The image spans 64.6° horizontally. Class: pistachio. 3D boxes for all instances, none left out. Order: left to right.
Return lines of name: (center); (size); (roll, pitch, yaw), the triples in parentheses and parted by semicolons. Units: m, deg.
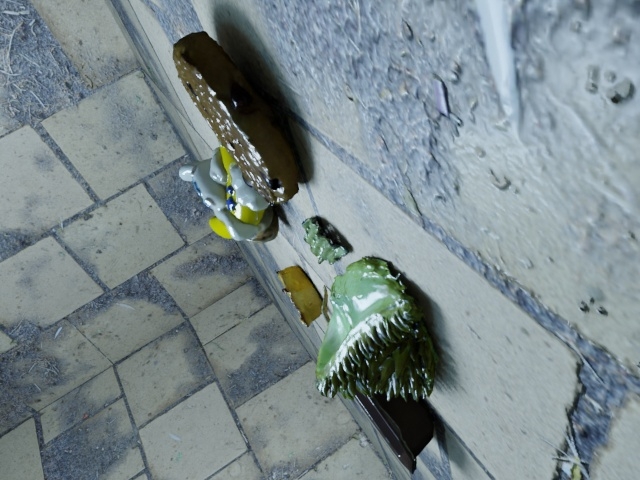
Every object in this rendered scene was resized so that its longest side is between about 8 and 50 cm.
pistachio: (-0.163, -0.058, 1.134); (0.185, 0.124, 0.124); (38, 158, 43)

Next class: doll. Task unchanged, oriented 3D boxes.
doll: (-0.193, -0.111, 1.020); (0.252, 0.111, 0.237); (58, 142, 15)

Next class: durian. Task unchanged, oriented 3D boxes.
durian: (0.086, 0.137, 0.753); (0.394, 0.163, 0.198); (109, 167, -70)

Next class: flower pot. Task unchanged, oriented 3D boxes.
flower pot: (0.125, 0.296, 0.954); (0.251, 0.084, 0.179); (49, 165, 34)

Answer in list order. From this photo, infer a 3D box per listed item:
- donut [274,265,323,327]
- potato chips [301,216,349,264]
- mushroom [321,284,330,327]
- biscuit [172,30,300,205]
donut: (-0.056, 0.131, 1.312); (0.146, 0.078, 0.181); (63, 174, -17)
potato chips: (-0.001, 0.000, 0.842); (0.092, 0.028, 0.207); (56, 170, 0)
mushroom: (0.016, 0.170, 0.999); (0.286, 0.028, 0.026); (-87, 13, -61)
biscuit: (-0.117, -0.177, 0.754); (0.296, 0.075, 0.296); (51, 170, 12)
